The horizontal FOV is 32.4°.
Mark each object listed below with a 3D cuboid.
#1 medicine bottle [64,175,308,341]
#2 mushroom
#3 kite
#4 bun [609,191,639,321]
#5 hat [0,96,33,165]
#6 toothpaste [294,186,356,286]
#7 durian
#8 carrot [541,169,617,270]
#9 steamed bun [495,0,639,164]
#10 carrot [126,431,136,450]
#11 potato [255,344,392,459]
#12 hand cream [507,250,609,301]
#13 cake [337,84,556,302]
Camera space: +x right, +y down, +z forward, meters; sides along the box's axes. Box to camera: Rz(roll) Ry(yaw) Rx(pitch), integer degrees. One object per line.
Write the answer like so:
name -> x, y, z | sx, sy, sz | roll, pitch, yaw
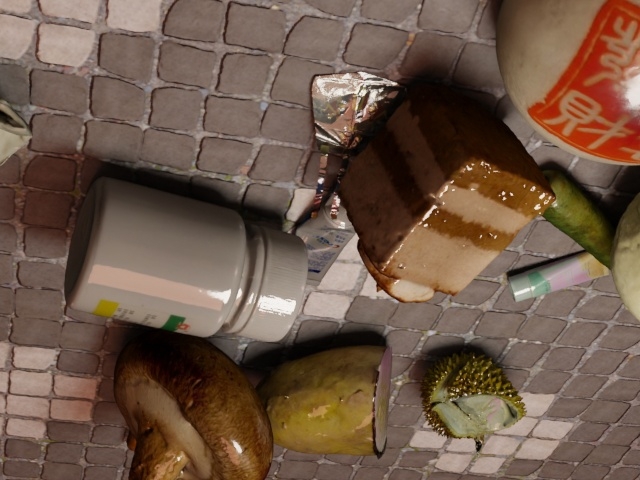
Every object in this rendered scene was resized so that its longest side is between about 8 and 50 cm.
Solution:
medicine bottle -> -0.207, 0.040, 1.707 | 0.340, 0.208, 0.208 | 15, 136, -20
mushroom -> -0.231, 0.307, 1.959 | 0.345, 0.239, 0.345 | 8, 117, 15
kite -> 0.042, -0.135, 1.629 | 0.141, 0.015, 0.245 | 7, 119, -6
bun -> 0.633, 0.005, 1.728 | 0.352, 0.227, 0.349 | -16, 138, 17
hat -> -0.559, -0.187, 1.488 | 0.258, 0.168, 0.301 | -29, 113, -5
toothpaste -> 0.000, 0.000, 1.808 | 0.096, 0.061, 0.266 | 11, 144, -19
durian -> 0.286, 0.297, 2.105 | 0.193, 0.138, 0.237 | -12, 138, 1
carrot -> 0.456, -0.007, 1.818 | 0.074, 0.074, 0.358 | -31, 134, 27
steamed bun -> 0.415, -0.243, 1.418 | 0.374, 0.241, 0.374 | -2, 142, -1
carrot -> -0.350, 0.372, 2.205 | 0.055, 0.055, 0.161 | 15, 143, -21
potato -> -0.005, 0.297, 2.033 | 0.266, 0.229, 0.229 | 0, 140, 12
hand cream -> 0.414, 0.059, 1.917 | 0.174, 0.047, 0.076 | -18, 133, 3
cake -> 0.160, -0.051, 1.595 | 0.196, 0.199, 0.293 | 17, 122, -40
